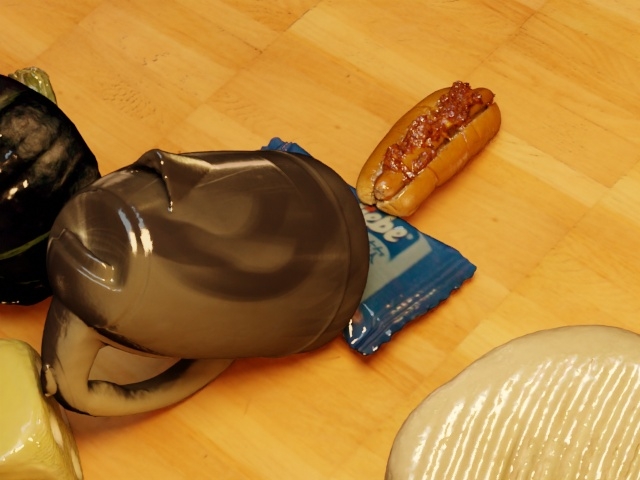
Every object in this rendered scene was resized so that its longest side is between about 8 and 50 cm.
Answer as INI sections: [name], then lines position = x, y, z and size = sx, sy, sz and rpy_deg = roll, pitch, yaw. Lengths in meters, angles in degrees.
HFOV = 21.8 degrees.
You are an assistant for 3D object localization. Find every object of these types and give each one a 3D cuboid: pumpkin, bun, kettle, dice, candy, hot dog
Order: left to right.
[dice]
position = -0.350, 0.216, 1.734
size = 0.169, 0.166, 0.169
rpy_deg = -19, 51, -3
[pumpkin]
position = -0.368, -0.075, 1.900
size = 0.296, 0.296, 0.295
rpy_deg = -6, 51, 8
[kettle]
position = -0.154, 0.050, 1.713
size = 0.324, 0.321, 0.228
rpy_deg = 0, 35, -50
[candy]
position = 0.000, 0.000, 1.889
size = 0.331, 0.077, 0.187
rpy_deg = 34, 60, 30
[hot dog]
position = 0.128, -0.118, 1.919
size = 0.102, 0.076, 0.249
rpy_deg = 23, 44, 27
[bun]
position = 0.240, 0.257, 1.541
size = 0.365, 0.219, 0.365
rpy_deg = -4, 68, 11
